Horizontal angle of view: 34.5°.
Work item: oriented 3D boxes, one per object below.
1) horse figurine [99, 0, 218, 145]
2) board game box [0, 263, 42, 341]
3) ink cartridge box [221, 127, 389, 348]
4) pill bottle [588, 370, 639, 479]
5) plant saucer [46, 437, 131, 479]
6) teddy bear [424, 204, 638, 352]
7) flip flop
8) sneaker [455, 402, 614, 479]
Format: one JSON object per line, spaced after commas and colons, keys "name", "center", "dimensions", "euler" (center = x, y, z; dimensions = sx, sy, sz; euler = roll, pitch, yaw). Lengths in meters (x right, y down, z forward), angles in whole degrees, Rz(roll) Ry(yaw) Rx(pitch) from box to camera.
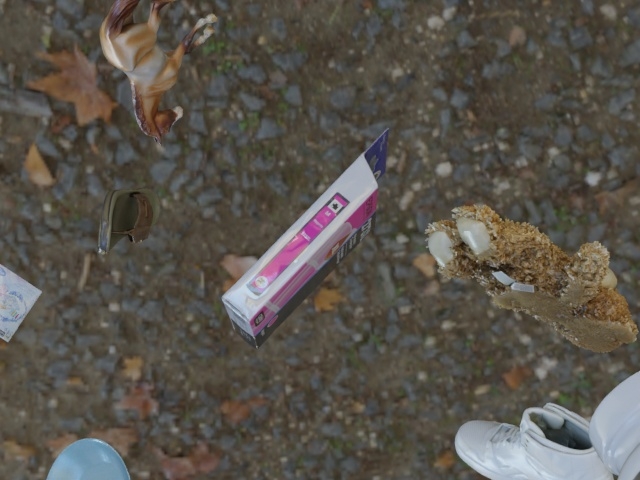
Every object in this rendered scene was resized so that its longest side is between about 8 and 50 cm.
{"name": "horse figurine", "center": [-0.213, -0.252, 1.316], "dimensions": [0.174, 0.066, 0.263], "euler": [-50, 158, -8]}
{"name": "board game box", "center": [-0.472, 0.089, 1.517], "dimensions": [0.090, 0.020, 0.090], "euler": [41, 75, -34]}
{"name": "ink cartridge box", "center": [0.000, 0.000, 1.607], "dimensions": [0.371, 0.069, 0.176], "euler": [-48, 166, -14]}
{"name": "pill bottle", "center": [0.337, 0.230, 0.840], "dimensions": [0.153, 0.265, 0.153], "euler": [-11, 131, -13]}
{"name": "plant saucer", "center": [-0.333, 0.390, 1.520], "dimensions": [0.195, 0.195, 0.037], "euler": [-34, 151, 26]}
{"name": "teddy bear", "center": [0.313, 0.040, 1.501], "dimensions": [0.338, 0.113, 0.245], "euler": [21, 151, 1]}
{"name": "flip flop", "center": [-0.345, -0.039, 1.931], "dimensions": [0.080, 0.277, 0.112], "euler": [12, 101, 10]}
{"name": "sneaker", "center": [0.324, 0.307, 1.616], "dimensions": [0.292, 0.108, 0.169], "euler": [15, 137, 42]}
